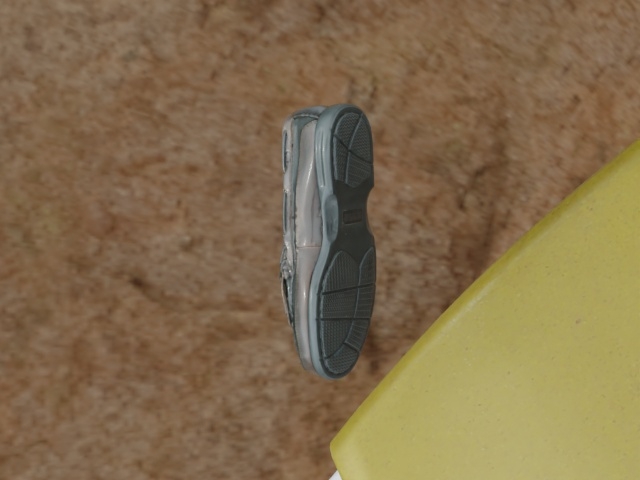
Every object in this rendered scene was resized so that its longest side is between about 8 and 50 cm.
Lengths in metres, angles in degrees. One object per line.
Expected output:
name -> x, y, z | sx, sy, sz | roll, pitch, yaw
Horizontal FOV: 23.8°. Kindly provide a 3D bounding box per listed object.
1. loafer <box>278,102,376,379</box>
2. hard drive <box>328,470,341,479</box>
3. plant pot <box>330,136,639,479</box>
loafer -> 0.000, 0.000, 1.492 | 0.084, 0.096, 0.268 | 4, 92, 40
hard drive -> 0.060, 0.216, 1.113 | 0.319, 0.210, 0.040 | -51, 52, 16
plant pot -> 0.130, 0.118, 0.604 | 0.187, 0.212, 0.212 | -30, 54, 6
